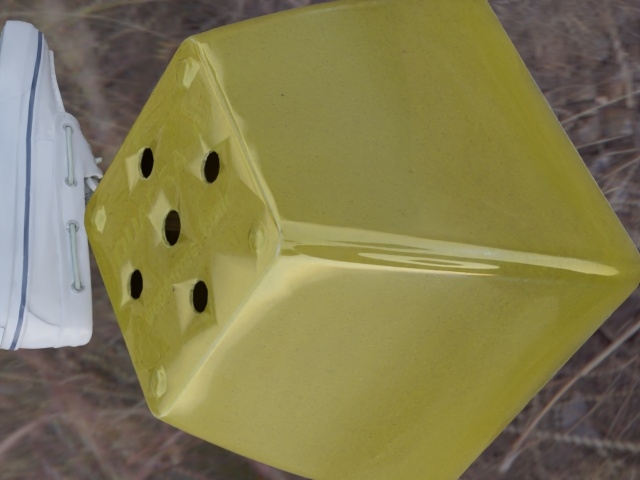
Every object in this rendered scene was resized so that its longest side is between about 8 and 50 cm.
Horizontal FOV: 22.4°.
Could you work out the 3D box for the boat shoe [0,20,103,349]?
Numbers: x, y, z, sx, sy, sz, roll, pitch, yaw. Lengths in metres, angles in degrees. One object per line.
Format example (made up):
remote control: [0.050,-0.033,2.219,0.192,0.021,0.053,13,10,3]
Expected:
boat shoe: [-0.168,-0.030,0.974,0.076,0.083,0.226,9,59,-18]

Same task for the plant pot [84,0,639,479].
plant pot: [0.000,0.000,0.853,0.212,0.187,0.212,-54,47,36]
